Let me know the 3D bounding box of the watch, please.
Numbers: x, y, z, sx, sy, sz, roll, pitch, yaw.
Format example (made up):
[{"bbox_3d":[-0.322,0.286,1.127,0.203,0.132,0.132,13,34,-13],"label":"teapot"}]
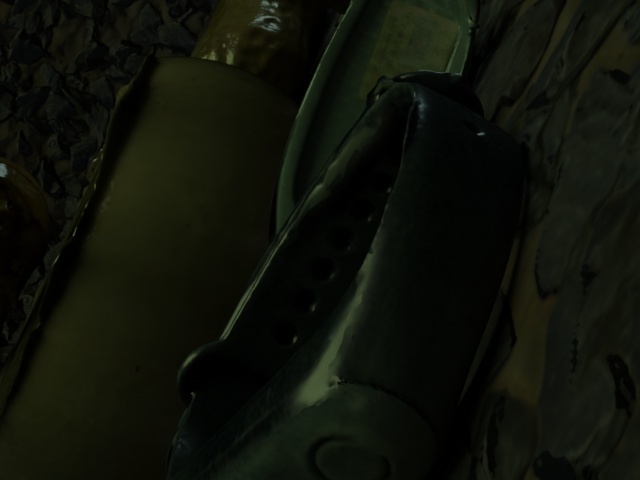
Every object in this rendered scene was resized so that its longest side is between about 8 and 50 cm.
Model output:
[{"bbox_3d":[0.003,0.037,0.523,0.206,0.068,0.193,-50,15,41],"label":"watch"}]

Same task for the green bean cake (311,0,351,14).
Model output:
[{"bbox_3d":[-0.012,-0.283,0.854,0.131,0.224,0.229,-77,13,-45],"label":"green bean cake"}]

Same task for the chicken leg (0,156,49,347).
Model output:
[{"bbox_3d":[-0.244,0.032,0.928,0.101,0.085,0.207,-95,19,-46],"label":"chicken leg"}]

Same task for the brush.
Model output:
[{"bbox_3d":[0.000,0.000,0.643,0.296,0.068,0.060,-65,-8,12],"label":"brush"}]

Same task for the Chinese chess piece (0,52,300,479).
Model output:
[{"bbox_3d":[-0.123,0.035,0.899,0.338,0.141,0.338,-157,90,-79],"label":"Chinese chess piece"}]

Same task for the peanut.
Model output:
[{"bbox_3d":[-0.050,-0.162,1.097,0.108,0.095,0.226,-22,38,50],"label":"peanut"}]
